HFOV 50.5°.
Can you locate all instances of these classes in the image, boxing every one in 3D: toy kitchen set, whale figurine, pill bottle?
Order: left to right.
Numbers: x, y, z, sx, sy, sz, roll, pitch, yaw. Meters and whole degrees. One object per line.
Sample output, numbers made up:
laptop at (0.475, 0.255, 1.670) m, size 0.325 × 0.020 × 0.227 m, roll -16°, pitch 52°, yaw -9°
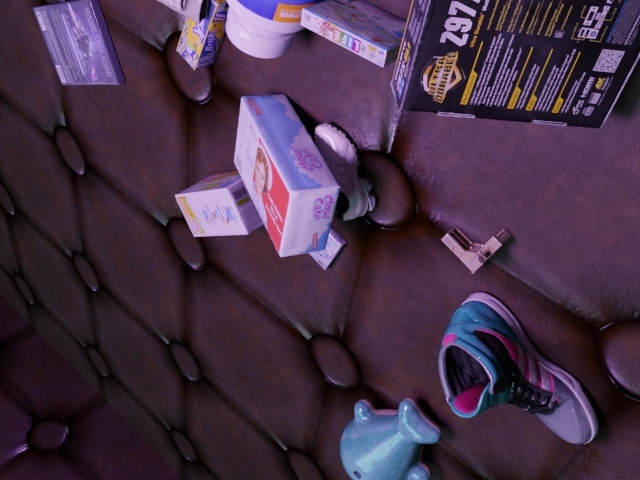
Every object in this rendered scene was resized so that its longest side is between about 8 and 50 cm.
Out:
pill bottle at (-0.058, -0.404, 0.993) m, size 0.152 × 0.152 × 0.272 m, roll 46°, pitch 144°, yaw 12°
whale figurine at (0.138, 0.428, 1.407) m, size 0.216 × 0.141 × 0.272 m, roll 48°, pitch 141°, yaw 10°
toy kitchen set at (0.233, 0.005, 1.054) m, size 0.075 × 0.068 × 0.083 m, roll 47°, pitch 141°, yaw 11°

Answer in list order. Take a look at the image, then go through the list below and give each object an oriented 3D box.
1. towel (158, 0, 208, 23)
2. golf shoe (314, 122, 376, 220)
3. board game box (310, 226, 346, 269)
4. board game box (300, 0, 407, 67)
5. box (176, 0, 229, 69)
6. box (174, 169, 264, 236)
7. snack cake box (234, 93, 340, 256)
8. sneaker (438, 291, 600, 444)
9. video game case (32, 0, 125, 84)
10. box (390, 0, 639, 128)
towel at (-0.294, -0.555, 1.096) m, size 0.324 × 0.056 × 0.312 m, roll 29°, pitch 128°, yaw 8°
golf shoe at (0.028, -0.117, 1.172) m, size 0.069 × 0.086 × 0.176 m, roll -23°, pitch 98°, yaw 53°
board game box at (0.000, 0.000, 1.339) m, size 0.090 × 0.020 × 0.090 m, roll 47°, pitch 142°, yaw 12°
board game box at (0.063, -0.307, 0.979) m, size 0.154 × 0.103 × 0.026 m, roll 35°, pitch 138°, yaw 25°
box at (-0.209, -0.396, 1.243) m, size 0.059 × 0.054 × 0.169 m, roll 49°, pitch 141°, yaw 8°
box at (-0.191, -0.078, 1.407) m, size 0.203 × 0.114 × 0.103 m, roll -2°, pitch 117°, yaw 48°
snack cake box at (-0.066, -0.119, 1.183) m, size 0.152 × 0.089 × 0.264 m, roll 105°, pitch 147°, yaw -44°
sneaker at (0.296, 0.237, 1.067) m, size 0.295 × 0.178 × 0.123 m, roll 48°, pitch 142°, yaw 9°
video game case at (-0.575, -0.466, 1.607) m, size 0.274 × 0.026 × 0.196 m, roll 11°, pitch 124°, yaw 41°
box at (0.236, -0.276, 0.714) m, size 0.257 × 0.079 × 0.321 m, roll 4°, pitch 134°, yaw -8°
